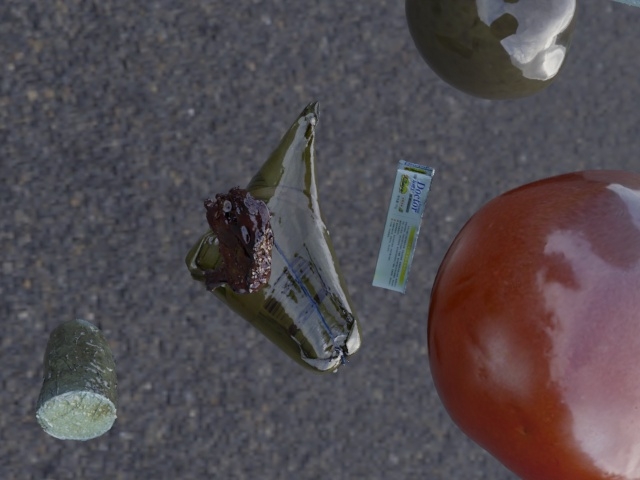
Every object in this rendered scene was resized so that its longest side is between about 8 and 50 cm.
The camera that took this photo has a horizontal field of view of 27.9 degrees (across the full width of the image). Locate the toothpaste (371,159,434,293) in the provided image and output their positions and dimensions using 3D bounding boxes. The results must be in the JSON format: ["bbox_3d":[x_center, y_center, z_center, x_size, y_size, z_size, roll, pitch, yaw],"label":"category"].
[{"bbox_3d":[0.100,-0.014,1.570,0.034,0.046,0.164,-69,171,-64],"label":"toothpaste"}]

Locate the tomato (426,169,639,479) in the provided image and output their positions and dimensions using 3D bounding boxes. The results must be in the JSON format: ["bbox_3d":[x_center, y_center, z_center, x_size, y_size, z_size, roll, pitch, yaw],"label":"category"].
[{"bbox_3d":[0.260,0.080,1.245,0.321,0.322,0.321,9,79,-55],"label":"tomato"}]

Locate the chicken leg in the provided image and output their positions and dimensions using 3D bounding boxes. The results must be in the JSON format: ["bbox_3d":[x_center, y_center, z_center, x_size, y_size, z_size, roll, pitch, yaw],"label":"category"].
[{"bbox_3d":[-0.082,0.011,1.281,0.053,0.093,0.205,-38,157,-33],"label":"chicken leg"}]

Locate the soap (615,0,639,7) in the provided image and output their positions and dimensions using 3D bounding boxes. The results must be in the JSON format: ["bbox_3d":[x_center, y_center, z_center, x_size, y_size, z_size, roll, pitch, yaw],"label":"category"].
[{"bbox_3d":[0.304,-0.250,1.046,0.150,0.261,0.094,-37,133,-31],"label":"soap"}]

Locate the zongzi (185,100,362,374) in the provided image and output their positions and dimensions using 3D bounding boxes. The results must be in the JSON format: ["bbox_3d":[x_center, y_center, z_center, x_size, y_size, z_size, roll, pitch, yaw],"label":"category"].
[{"bbox_3d":[0.000,0.000,1.673,0.289,0.260,0.123,-51,168,-8],"label":"zongzi"}]

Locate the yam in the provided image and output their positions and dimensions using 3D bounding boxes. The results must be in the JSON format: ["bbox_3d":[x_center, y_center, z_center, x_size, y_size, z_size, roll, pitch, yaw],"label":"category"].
[{"bbox_3d":[-0.315,0.184,1.681,0.183,0.107,0.107,-106,170,-59],"label":"yam"}]

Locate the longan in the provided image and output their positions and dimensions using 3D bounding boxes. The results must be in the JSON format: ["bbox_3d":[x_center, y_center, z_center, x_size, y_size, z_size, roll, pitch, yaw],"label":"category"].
[{"bbox_3d":[0.236,-0.301,1.728,0.248,0.248,0.248,9,79,-55],"label":"longan"}]
